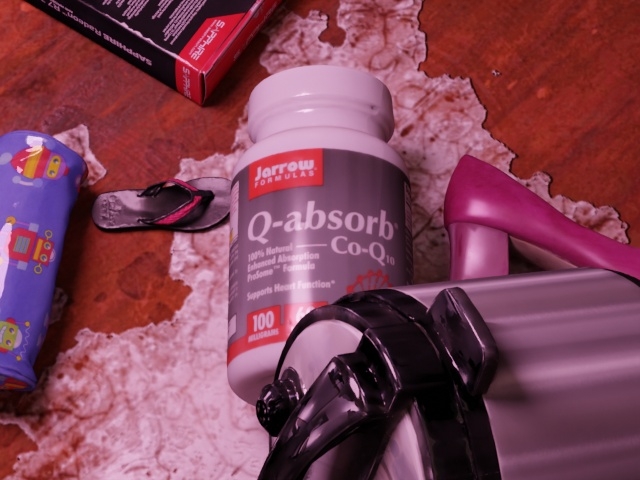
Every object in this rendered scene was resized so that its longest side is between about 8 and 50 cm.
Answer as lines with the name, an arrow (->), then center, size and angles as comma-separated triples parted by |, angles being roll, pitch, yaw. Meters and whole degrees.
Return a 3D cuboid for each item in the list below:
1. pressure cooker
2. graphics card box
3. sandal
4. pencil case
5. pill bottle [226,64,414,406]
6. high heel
pressure cooker -> 0.131, 0.220, 1.424 | 0.420, 0.375, 0.369 | -4, 92, -26
graphics card box -> -0.237, -0.359, 1.910 | 0.371, 0.094, 0.233 | 31, 69, 9
sandal -> -0.187, -0.044, 1.801 | 0.179, 0.040, 0.067 | -7, 67, -6
pencil case -> -0.354, 0.026, 1.719 | 0.119, 0.133, 0.306 | 19, 66, -21
pill bottle -> 0.000, 0.000, 1.701 | 0.210, 0.210, 0.363 | 0, 66, -3
high heel -> 0.334, -0.011, 1.768 | 0.377, 0.127, 0.181 | 6, 70, 0
